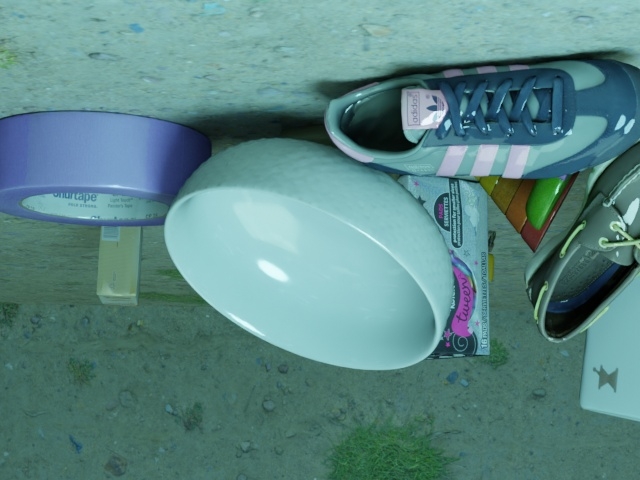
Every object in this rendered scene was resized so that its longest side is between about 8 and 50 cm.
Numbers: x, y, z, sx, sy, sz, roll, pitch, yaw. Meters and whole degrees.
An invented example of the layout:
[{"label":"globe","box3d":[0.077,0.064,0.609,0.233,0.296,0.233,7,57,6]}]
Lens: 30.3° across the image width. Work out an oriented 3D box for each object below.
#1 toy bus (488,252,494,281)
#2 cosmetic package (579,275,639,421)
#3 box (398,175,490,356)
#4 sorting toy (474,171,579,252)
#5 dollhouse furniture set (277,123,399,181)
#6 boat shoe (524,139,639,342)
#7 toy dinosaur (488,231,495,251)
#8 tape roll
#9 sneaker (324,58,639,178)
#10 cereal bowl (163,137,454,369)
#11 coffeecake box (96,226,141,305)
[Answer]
[{"label":"toy bus","box3d":[0.106,0.005,1.830,0.332,0.130,0.108,5,169,-26]},{"label":"cosmetic package","box3d":[0.592,0.083,1.501,0.393,0.329,0.327,6,180,-33]},{"label":"box","box3d":[0.140,0.042,1.680,0.142,0.247,0.163,4,170,-28]},{"label":"sorting toy","box3d":[0.238,-0.090,1.405,0.126,0.127,0.365,30,174,12]},{"label":"dollhouse furniture set","box3d":[0.031,-0.109,1.436,0.144,0.123,0.151,-4,135,27]},{"label":"boat shoe","box3d":[0.348,-0.003,1.403,0.116,0.097,0.324,18,134,-15]},{"label":"toy dinosaur","box3d":[0.187,0.034,2.082,0.200,0.127,0.295,5,-174,28]},{"label":"tape roll","box3d":[-0.272,-0.082,1.450,0.275,0.090,0.275,2,171,0]},{"label":"sneaker","box3d":[0.147,-0.113,1.119,0.319,0.112,0.131,-7,171,37]},{"label":"cereal bowl","box3d":[0.000,0.000,1.349,0.339,0.141,0.339,18,148,12]},{"label":"coffeecake box","box3d":[-0.344,0.034,2.033,0.068,0.142,0.185,3,171,-7]}]
